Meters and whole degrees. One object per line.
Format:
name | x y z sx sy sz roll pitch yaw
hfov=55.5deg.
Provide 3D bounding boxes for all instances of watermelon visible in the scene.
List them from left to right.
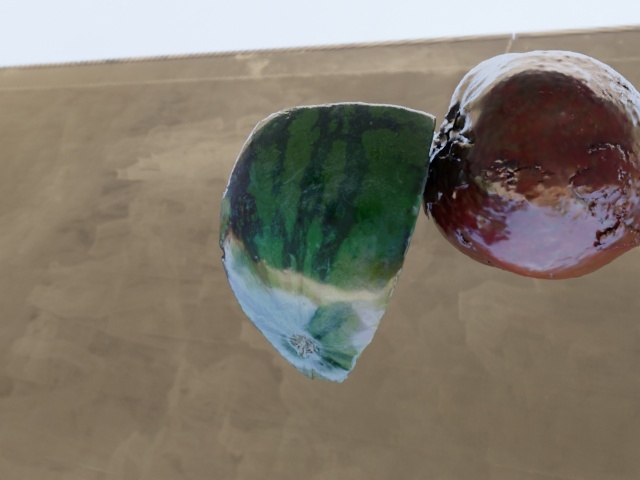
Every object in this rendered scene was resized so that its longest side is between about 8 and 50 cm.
watermelon | -0.012 -0.006 0.486 0.146 0.128 0.231 18 -95 -5

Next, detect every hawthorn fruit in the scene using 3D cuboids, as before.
hawthorn fruit | 0.202 -0.053 0.487 0.235 0.181 0.181 9 -125 -8
